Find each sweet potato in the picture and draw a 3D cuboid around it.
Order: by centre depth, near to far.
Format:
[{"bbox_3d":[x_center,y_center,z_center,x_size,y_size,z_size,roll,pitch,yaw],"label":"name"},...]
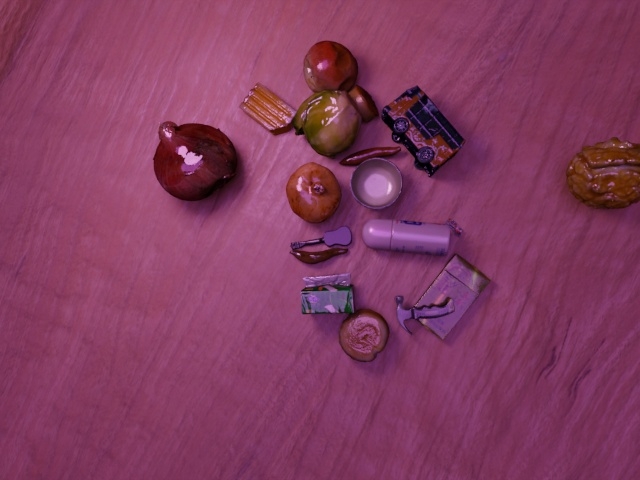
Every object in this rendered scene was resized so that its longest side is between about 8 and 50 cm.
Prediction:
[{"bbox_3d":[0.204,-0.359,1.723,0.264,0.057,0.058,-14,85,14],"label":"sweet potato"},{"bbox_3d":[-0.006,0.066,1.730,0.249,0.060,0.069,-5,49,7],"label":"sweet potato"}]

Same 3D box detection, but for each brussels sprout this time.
[{"bbox_3d":[0.032,-0.477,1.680,0.294,0.227,0.260,-28,93,35],"label":"brussels sprout"}]

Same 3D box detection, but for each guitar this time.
[{"bbox_3d":[-0.001,0.000,1.744,0.270,0.038,0.084,-10,84,7],"label":"guitar"}]

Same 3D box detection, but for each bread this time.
[{"bbox_3d":[0.173,0.379,1.662,0.213,0.105,0.214,0,92,8],"label":"bread"},{"bbox_3d":[0.175,-0.572,1.713,0.086,0.125,0.156,-35,87,22],"label":"bread"}]

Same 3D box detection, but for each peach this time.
[{"bbox_3d":[0.049,-0.709,1.707,0.235,0.214,0.215,-8,85,-27],"label":"peach"}]

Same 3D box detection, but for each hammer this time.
[{"bbox_3d":[0.414,0.282,1.623,0.226,0.041,0.159,-11,84,9],"label":"hammer"}]

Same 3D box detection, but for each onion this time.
[{"bbox_3d":[-0.520,-0.336,1.724,0.352,0.353,0.355,0,87,8],"label":"onion"}]

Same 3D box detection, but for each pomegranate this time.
[{"bbox_3d":[-0.026,-0.192,1.663,0.247,0.248,0.249,0,87,8],"label":"pomegranate"}]

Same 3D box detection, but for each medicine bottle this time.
[{"bbox_3d":[0.336,-0.016,1.651,0.340,0.130,0.131,5,87,9],"label":"medicine bottle"}]

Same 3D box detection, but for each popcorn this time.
[{"bbox_3d":[1.044,-0.241,1.495,0.281,0.247,0.282,6,126,9],"label":"popcorn"}]

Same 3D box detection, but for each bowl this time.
[{"bbox_3d":[0.229,-0.224,1.687,0.211,0.112,0.212,-1,86,8],"label":"bowl"}]

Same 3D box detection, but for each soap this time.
[{"bbox_3d":[-0.221,-0.562,1.791,0.232,0.073,0.140,39,94,8],"label":"soap"}]

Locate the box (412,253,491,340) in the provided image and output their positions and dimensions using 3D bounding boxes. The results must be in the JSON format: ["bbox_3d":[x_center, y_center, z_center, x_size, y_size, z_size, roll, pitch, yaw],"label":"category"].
[{"bbox_3d":[0.517,0.226,1.653,0.173,0.043,0.311,39,92,9],"label":"box"}]

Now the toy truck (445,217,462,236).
[{"bbox_3d":[0.547,-0.053,1.675,0.083,0.024,0.032,47,116,10],"label":"toy truck"}]

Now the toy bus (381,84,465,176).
[{"bbox_3d":[0.407,-0.438,1.652,0.194,0.162,0.324,-38,84,4],"label":"toy bus"}]

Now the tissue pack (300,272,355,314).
[{"bbox_3d":[0.032,0.213,1.670,0.208,0.148,0.157,-3,88,8],"label":"tissue pack"}]
